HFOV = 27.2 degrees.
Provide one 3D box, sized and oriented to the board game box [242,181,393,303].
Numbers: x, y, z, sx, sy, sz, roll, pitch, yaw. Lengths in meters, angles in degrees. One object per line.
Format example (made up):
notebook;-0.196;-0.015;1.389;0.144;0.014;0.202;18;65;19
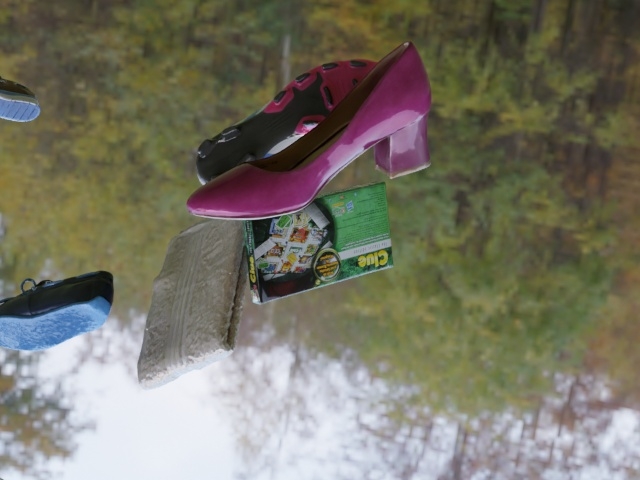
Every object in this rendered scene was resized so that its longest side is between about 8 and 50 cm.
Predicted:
board game box;0.000;0.000;1.960;0.260;0.136;0.030;-14;-169;-38

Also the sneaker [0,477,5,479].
sneaker;-0.531;0.454;2.112;0.080;0.094;0.212;-33;-145;7

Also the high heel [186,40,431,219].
high heel;-0.019;-0.149;1.803;0.377;0.181;0.127;-19;-156;-26

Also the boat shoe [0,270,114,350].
boat shoe;-0.410;0.108;2.038;0.258;0.109;0.089;-9;-134;28

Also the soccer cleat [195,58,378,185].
soccer cleat;-0.032;-0.166;1.983;0.331;0.116;0.143;-26;163;11

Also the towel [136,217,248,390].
towel;-0.180;0.075;1.961;0.187;0.282;0.049;-27;131;36

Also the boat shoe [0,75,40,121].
boat shoe;-0.572;-0.253;2.266;0.183;0.066;0.066;15;-141;-43
